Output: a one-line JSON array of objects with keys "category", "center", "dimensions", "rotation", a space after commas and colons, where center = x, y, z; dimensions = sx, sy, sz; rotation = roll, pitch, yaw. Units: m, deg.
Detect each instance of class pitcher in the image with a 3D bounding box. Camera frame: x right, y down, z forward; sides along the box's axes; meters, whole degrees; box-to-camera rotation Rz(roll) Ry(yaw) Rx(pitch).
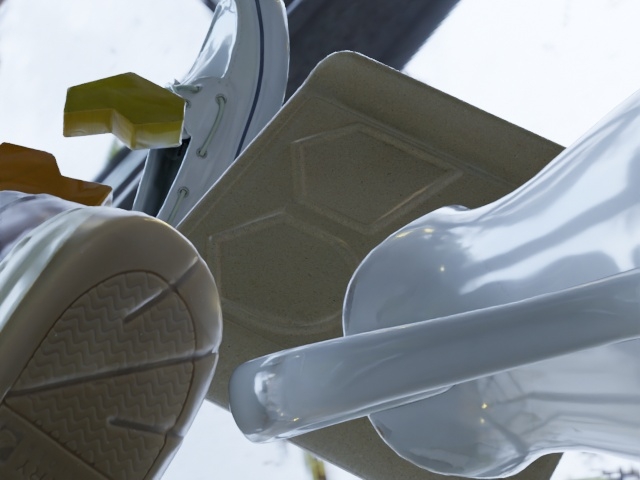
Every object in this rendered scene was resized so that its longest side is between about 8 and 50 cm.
[{"category": "pitcher", "center": [0.094, 0.014, 0.471], "dimensions": [0.178, 0.207, 0.125], "rotation": [-15, -92, -51]}]

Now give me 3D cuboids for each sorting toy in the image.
[{"category": "sorting toy", "center": [0.000, 0.000, 0.887], "dimensions": [0.307, 0.041, 0.229], "rotation": [26, -131, 13]}]

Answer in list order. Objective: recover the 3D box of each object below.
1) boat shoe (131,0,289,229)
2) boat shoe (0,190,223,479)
[{"category": "boat shoe", "center": [-0.079, -0.073, 1.195], "dimensions": [0.076, 0.083, 0.226], "rotation": [18, -109, -28]}, {"category": "boat shoe", "center": [-0.140, 0.104, 0.502], "dimensions": [0.285, 0.092, 0.103], "rotation": [-55, -49, -13]}]
